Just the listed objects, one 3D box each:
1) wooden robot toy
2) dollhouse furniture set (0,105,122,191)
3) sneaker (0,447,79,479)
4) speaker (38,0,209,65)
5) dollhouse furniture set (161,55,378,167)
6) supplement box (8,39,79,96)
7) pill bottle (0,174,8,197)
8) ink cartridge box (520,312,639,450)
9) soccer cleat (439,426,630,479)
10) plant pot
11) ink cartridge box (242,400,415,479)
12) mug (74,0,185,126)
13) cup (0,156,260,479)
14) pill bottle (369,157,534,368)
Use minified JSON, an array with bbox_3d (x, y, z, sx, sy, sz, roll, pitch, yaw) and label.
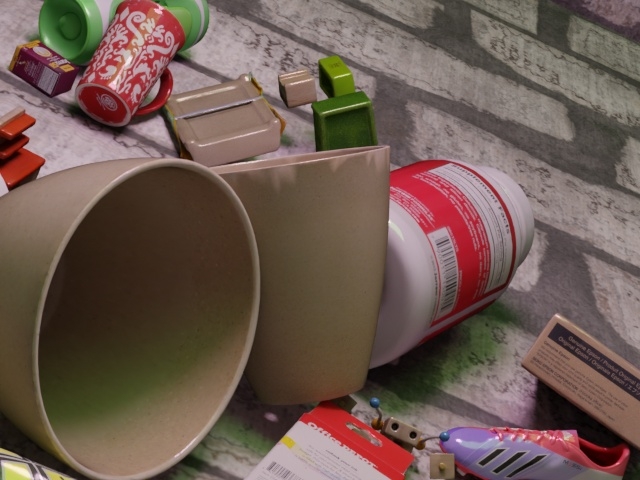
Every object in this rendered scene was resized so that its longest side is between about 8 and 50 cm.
[{"bbox_3d":[0.079,0.238,1.783,0.173,0.076,0.079,26,-8,-1],"label":"wooden robot toy"},{"bbox_3d":[-0.296,-0.039,1.834,0.259,0.135,0.262,29,27,4],"label":"dollhouse furniture set"},{"bbox_3d":[-0.302,0.254,1.352,0.384,0.145,0.147,31,6,3],"label":"sneaker"},{"bbox_3d":[-0.308,-0.351,2.382,0.131,0.131,0.296,38,29,21],"label":"speaker"},{"bbox_3d":[-0.080,-0.154,2.306,0.301,0.151,0.197,-14,33,-12],"label":"dollhouse furniture set"},{"bbox_3d":[-0.410,-0.256,2.217,0.083,0.043,0.055,33,26,11],"label":"supplement box"},{"bbox_3d":[-0.480,-0.007,1.572,0.176,0.176,0.318,36,29,18],"label":"pill bottle"},{"bbox_3d":[0.376,0.192,1.977,0.193,0.088,0.234,34,1,16],"label":"ink cartridge box"},{"bbox_3d":[0.265,0.261,1.844,0.248,0.095,0.083,19,25,-19],"label":"soccer cleat"},{"bbox_3d":[-0.031,0.043,1.725,0.256,0.274,0.256,-7,5,1],"label":"plant pot"},{"bbox_3d":[-0.001,0.274,1.607,0.134,0.078,0.231,32,27,10],"label":"ink cartridge box"},{"bbox_3d":[-0.272,-0.248,2.209,0.150,0.113,0.169,41,53,-23],"label":"mug"},{"bbox_3d":[-0.256,0.062,1.553,0.237,0.331,0.331,12,16,34],"label":"cup"},{"bbox_3d":[0.128,0.015,2.013,0.229,0.229,0.407,37,28,20],"label":"pill bottle"}]
